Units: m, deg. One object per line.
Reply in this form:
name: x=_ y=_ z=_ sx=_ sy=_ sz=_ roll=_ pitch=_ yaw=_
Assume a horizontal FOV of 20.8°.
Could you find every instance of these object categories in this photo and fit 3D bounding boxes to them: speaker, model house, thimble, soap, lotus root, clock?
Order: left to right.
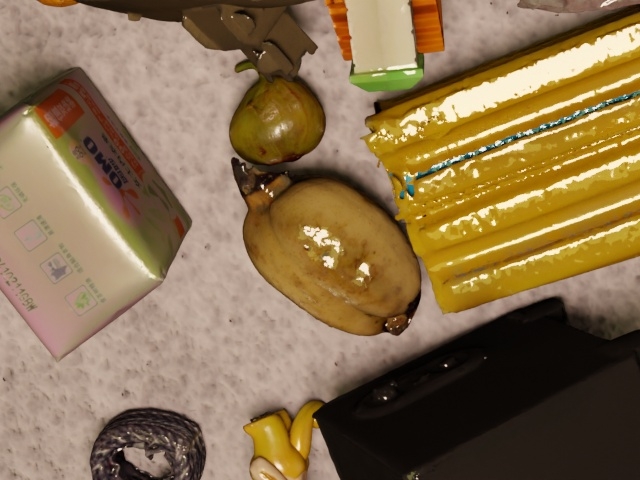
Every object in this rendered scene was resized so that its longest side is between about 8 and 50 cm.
soap: x=-0.228 y=-0.028 z=1.550 sx=0.138 sy=0.182 sz=0.199 roll=-33 pitch=101 yaw=14
thimble: x=-0.166 y=0.213 z=1.678 sx=0.104 sy=0.066 sz=0.095 roll=-5 pitch=105 yaw=11
model house: x=-0.082 y=-0.249 z=1.473 sx=0.243 sy=0.211 sz=0.204 roll=48 pitch=64 yaw=-28
lotus root: x=0.000 y=0.000 z=1.563 sx=0.221 sy=0.118 sz=0.125 roll=41 pitch=118 yaw=-8
clock: x=0.039 y=-0.268 z=1.433 sx=0.106 sy=0.220 sz=0.255 roll=-5 pitch=114 yaw=7
speaker: x=0.164 y=0.188 z=1.509 sx=0.254 sy=0.232 sz=0.184 roll=-25 pitch=106 yaw=-14
soap: x=0.219 y=-0.078 z=1.526 sx=0.324 sy=0.096 sz=0.204 roll=-19 pitch=103 yaw=12

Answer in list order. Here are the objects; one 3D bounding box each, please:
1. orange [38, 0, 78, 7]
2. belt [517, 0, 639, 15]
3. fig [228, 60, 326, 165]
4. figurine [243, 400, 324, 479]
orange: x=-0.232 y=-0.246 z=1.538 sx=0.083 sy=0.070 sz=0.083 roll=20 pitch=141 yaw=17
belt: x=0.255 y=-0.264 z=1.448 sx=0.201 sy=0.128 sz=0.124 roll=-9 pitch=105 yaw=6
fig: x=-0.040 y=-0.117 z=1.561 sx=0.084 sy=0.082 sz=0.098 roll=-9 pitch=90 yaw=45
figurine: x=-0.011 y=0.281 z=1.642 sx=0.131 sy=0.156 sz=0.246 roll=-18 pitch=90 yaw=12
